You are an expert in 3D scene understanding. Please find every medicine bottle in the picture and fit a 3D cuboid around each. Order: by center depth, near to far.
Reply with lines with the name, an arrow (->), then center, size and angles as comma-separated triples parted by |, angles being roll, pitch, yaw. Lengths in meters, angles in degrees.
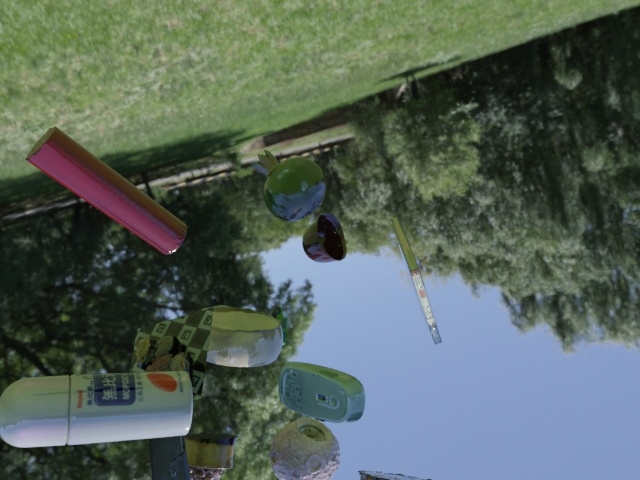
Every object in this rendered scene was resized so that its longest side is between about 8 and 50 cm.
medicine bottle -> -0.426, 0.319, 1.113 | 0.341, 0.130, 0.130 | 3, -179, -23

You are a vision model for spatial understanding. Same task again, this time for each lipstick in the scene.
lipstick -> -0.345, -0.075, 0.973 | 0.073, 0.280, 0.073 | -30, -142, 26

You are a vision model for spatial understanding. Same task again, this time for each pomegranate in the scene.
pomegranate -> -0.094, -0.164, 1.640 | 0.187, 0.225, 0.187 | -48, 171, -10

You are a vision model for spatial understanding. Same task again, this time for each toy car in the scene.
toy car -> -0.173, 0.358, 2.418 | 0.063, 0.165, 0.071 | 8, 158, -15

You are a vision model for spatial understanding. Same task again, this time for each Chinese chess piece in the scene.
Chinese chess piece -> -0.302, 0.340, 2.090 | 0.339, 0.140, 0.338 | 8, -173, -1

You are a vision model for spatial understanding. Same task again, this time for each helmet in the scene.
helmet -> 0.000, 0.000, 1.852 | 0.106, 0.155, 0.175 | -23, -138, 33

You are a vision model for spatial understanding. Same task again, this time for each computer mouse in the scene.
computer mouse -> 0.006, 0.453, 1.756 | 0.289, 0.159, 0.097 | 8, -167, 32

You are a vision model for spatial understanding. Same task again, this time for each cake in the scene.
cake -> -0.383, 0.750, 1.970 | 0.208, 0.178, 0.185 | -2, 166, -1

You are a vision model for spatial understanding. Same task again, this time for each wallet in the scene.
wallet -> -0.433, 0.653, 1.665 | 0.173, 0.317, 0.045 | -14, 170, 42

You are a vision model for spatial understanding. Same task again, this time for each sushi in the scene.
sushi -> -0.442, 0.324, 1.619 | 0.294, 0.059, 0.292 | -20, -132, 22

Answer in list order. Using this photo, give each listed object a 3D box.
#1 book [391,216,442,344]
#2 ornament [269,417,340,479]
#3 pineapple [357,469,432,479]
book -> 0.358, 0.152, 2.171 | 0.039, 0.427, 0.300 | -20, -140, 5
ornament -> -0.059, 0.786, 2.126 | 0.260, 0.225, 0.259 | 18, -168, -4
pineapple -> 0.214, 0.829, 1.699 | 0.263, 0.271, 0.262 | 8, 164, 2
